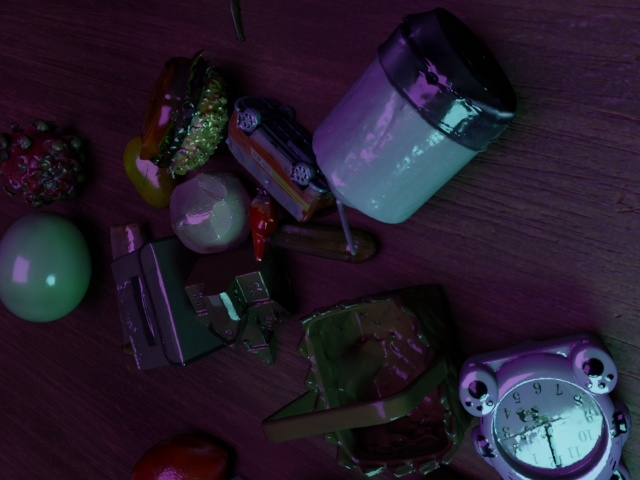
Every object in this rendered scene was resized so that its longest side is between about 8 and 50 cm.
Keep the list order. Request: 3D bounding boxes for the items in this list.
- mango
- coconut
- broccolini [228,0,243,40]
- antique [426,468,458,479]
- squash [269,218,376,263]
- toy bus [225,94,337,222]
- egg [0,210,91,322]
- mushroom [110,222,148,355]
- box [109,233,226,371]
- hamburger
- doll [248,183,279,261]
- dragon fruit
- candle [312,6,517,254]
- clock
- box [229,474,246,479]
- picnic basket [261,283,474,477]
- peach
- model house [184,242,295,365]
[{"bbox_3d":[-0.357,-0.153,1.446,0.117,0.089,0.163,-36,89,26],"label":"mango"},{"bbox_3d":[-0.217,-0.057,1.309,0.161,0.162,0.161,6,101,33],"label":"coconut"},{"bbox_3d":[-0.169,-0.496,1.292,0.044,0.042,0.218,-8,99,34],"label":"broccolini"},{"bbox_3d":[0.241,0.484,1.107,0.256,0.121,0.144,18,117,24],"label":"antique"},{"bbox_3d":[0.000,0.000,1.228,0.228,0.066,0.066,10,103,35],"label":"squash"},{"bbox_3d":[-0.065,-0.150,1.221,0.265,0.121,0.120,45,129,21],"label":"toy bus"},{"bbox_3d":[-0.665,0.063,1.608,0.220,0.220,0.270,11,96,33],"label":"egg"},{"bbox_3d":[-0.424,0.113,1.537,0.099,0.081,0.313,-6,90,32],"label":"mushroom"},{"bbox_3d":[-0.303,0.123,1.390,0.153,0.188,0.253,-17,90,33],"label":"box"},{"bbox_3d":[-0.256,-0.247,1.294,0.243,0.138,0.262,7,80,65],"label":"hamburger"},{"bbox_3d":[-0.104,-0.054,1.253,0.057,0.169,0.109,13,130,-10],"label":"doll"},{"bbox_3d":[-0.688,-0.171,1.613,0.272,0.218,0.198,-32,42,39],"label":"dragon fruit"},{"bbox_3d":[0.118,-0.163,1.024,0.342,0.221,0.221,-44,72,33],"label":"candle"},{"bbox_3d":[0.336,0.273,0.988,0.227,0.090,0.248,-15,96,16],"label":"clock"},{"bbox_3d":[-0.147,0.557,1.406,0.154,0.084,0.040,18,107,32],"label":"box"},{"bbox_3d":[0.085,0.231,1.054,0.254,0.321,0.292,-19,89,32],"label":"picnic basket"},{"bbox_3d":[-0.324,0.519,1.483,0.267,0.154,0.159,-37,75,34],"label":"peach"},{"bbox_3d":[-0.141,0.161,1.300,0.180,0.176,0.248,-13,117,18],"label":"model house"}]
